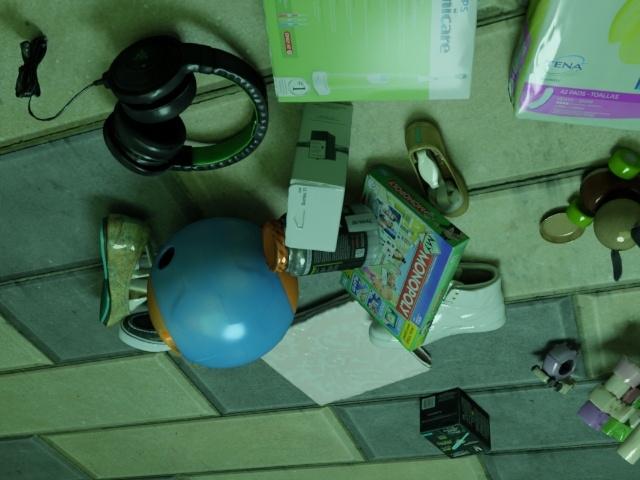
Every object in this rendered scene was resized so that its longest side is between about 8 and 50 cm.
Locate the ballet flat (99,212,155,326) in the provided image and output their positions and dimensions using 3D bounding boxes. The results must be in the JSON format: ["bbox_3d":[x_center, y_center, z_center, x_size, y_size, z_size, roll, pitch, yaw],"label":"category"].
[{"bbox_3d":[-0.410,0.076,1.491,0.123,0.123,0.349,14,137,-6],"label":"ballet flat"}]

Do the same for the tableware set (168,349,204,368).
[{"bbox_3d":[-0.292,0.277,1.750,0.168,0.020,0.141,-17,134,23],"label":"tableware set"}]

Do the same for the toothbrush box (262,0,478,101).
[{"bbox_3d":[0.072,-0.312,0.984,0.283,0.122,0.206,1,137,9],"label":"toothbrush box"}]

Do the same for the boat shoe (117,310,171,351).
[{"bbox_3d":[-0.300,0.184,1.581,0.301,0.108,0.102,5,131,-9],"label":"boat shoe"}]

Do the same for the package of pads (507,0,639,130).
[{"bbox_3d":[0.397,-0.296,0.968,0.229,0.101,0.297,6,137,0],"label":"package of pads"}]

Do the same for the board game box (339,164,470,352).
[{"bbox_3d":[0.144,0.042,1.315,0.213,0.046,0.317,45,145,27],"label":"board game box"}]

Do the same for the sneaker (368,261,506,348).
[{"bbox_3d":[0.231,0.123,1.443,0.292,0.108,0.169,-13,133,4],"label":"sneaker"}]

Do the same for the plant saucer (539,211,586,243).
[{"bbox_3d":[0.451,-0.027,1.311,0.083,0.015,0.083,5,138,4],"label":"plant saucer"}]

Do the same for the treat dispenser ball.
[{"bbox_3d":[-0.186,0.099,1.343,0.288,0.288,0.288,4,137,4],"label":"treat dispenser ball"}]

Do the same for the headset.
[{"bbox_3d":[-0.282,-0.237,1.142,0.394,0.185,0.243,4,143,-18],"label":"headset"}]

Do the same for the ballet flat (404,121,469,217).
[{"bbox_3d":[0.201,-0.102,1.225,0.080,0.073,0.232,-17,132,23],"label":"ballet flat"}]

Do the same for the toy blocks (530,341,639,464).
[{"bbox_3d":[0.701,0.313,1.530,0.288,0.309,0.260,29,102,-37],"label":"toy blocks"}]

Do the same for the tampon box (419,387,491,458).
[{"bbox_3d":[0.345,0.471,1.800,0.120,0.101,0.161,-24,129,31],"label":"tampon box"}]

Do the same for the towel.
[{"bbox_3d":[0.044,0.263,1.659,0.331,0.053,0.317,-24,127,29],"label":"towel"}]

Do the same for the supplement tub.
[{"bbox_3d":[0.000,0.000,1.242,0.190,0.117,0.117,-7,142,-21],"label":"supplement tub"}]

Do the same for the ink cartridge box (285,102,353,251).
[{"bbox_3d":[-0.002,-0.106,1.152,0.086,0.208,0.153,8,138,0],"label":"ink cartridge box"}]

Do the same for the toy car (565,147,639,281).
[{"bbox_3d":[0.515,-0.028,1.172,0.148,0.188,0.155,17,137,-9],"label":"toy car"}]
